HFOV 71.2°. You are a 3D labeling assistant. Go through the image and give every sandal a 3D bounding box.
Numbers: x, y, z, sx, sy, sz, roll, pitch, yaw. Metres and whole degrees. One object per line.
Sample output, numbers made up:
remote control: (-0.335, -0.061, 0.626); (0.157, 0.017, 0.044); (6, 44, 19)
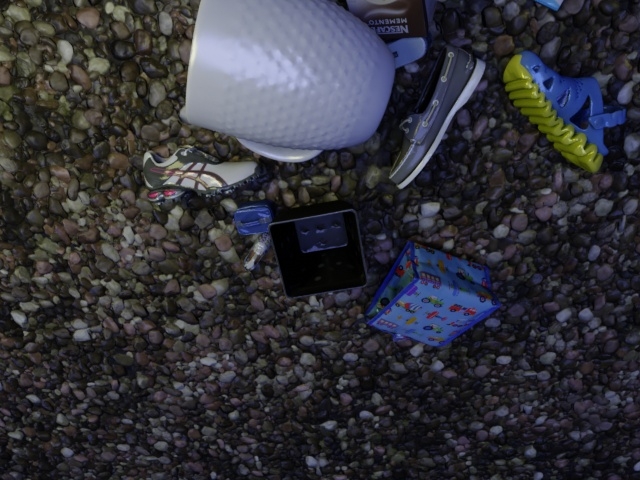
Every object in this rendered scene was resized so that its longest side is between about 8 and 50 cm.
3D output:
sandal: (0.509, -0.285, 0.925); (0.318, 0.126, 0.138); (34, 107, -23)

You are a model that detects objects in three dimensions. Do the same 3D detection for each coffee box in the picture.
coffee box: (0.111, -0.475, 0.759); (0.141, 0.098, 0.246); (8, 157, 24)

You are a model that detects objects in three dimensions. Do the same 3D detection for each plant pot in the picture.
plant pot: (0.000, 0.000, 1.028); (0.188, 0.167, 0.187); (-10, 114, 6)

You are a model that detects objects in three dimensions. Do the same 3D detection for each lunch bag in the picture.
lunch bag: (-0.158, -0.054, 1.060); (0.099, 0.065, 0.067); (-9, 114, 4)
lunch bag: (0.258, 0.172, 1.125); (0.221, 0.138, 0.293); (19, 130, -11)

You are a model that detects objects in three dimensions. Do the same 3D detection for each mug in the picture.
mug: (-0.061, -0.283, 0.856); (0.329, 0.275, 0.374); (13, 149, -11)

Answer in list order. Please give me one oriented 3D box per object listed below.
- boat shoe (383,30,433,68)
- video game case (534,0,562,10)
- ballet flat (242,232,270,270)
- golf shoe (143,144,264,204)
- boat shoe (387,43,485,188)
boat shoe: (0.138, -0.377, 0.916); (0.184, 0.083, 0.065); (-5, 117, 33)
video game case: (0.449, -0.549, 0.855); (0.119, 0.015, 0.166); (20, 113, -9)
ballet flat: (-0.159, 0.034, 1.115); (0.041, 0.041, 0.114); (30, 111, -12)
golf shoe: (-0.266, -0.157, 0.998); (0.273, 0.105, 0.120); (-9, 107, 4)
boat shoe: (0.221, -0.256, 0.944); (0.091, 0.109, 0.304); (27, 106, -10)
